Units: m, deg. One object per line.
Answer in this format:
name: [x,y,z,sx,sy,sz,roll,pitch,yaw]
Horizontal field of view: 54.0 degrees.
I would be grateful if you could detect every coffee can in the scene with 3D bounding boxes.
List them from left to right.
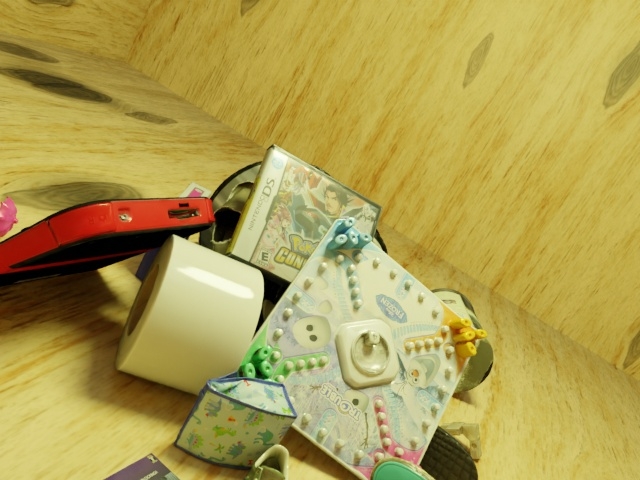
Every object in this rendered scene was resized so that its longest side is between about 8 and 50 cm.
coffee can: [0.363,0.277,1.785,0.202,0.201,0.275,29,16,-5]

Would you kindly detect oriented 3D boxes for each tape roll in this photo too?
tape roll: [-0.227,0.131,1.081,0.169,0.246,0.246,25,16,-21]

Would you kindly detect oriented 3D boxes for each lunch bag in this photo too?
lunch bag: [-0.136,0.281,0.983,0.151,0.128,0.096,18,21,-32]

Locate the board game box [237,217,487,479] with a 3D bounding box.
board game box: [0.095,0.207,1.166,0.390,0.390,0.050,40,-30,-9]

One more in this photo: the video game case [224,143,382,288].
video game case: [-0.023,-0.020,1.231,0.275,0.248,0.035,28,-25,-21]

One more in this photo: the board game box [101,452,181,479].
board game box: [-0.221,0.349,0.766,0.141,0.048,0.170,36,16,17]

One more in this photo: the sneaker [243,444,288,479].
sneaker: [-0.088,0.362,0.893,0.064,0.086,0.192,30,15,1]

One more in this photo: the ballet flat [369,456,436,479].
ballet flat: [0.220,0.497,1.018,0.348,0.123,0.123,37,17,28]

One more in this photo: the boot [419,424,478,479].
boot: [0.193,0.379,1.329,0.338,0.118,0.223,38,11,13]

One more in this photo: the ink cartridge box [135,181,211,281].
ink cartridge box: [-0.342,-0.012,1.456,0.069,0.175,0.371,27,15,-10]

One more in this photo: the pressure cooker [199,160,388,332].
pressure cooker: [-0.047,0.047,1.468,0.420,0.370,0.375,46,-23,45]

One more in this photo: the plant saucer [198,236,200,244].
plant saucer: [-0.257,0.030,1.715,0.169,0.029,0.168,20,9,-3]

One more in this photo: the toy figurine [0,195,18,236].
toy figurine: [-0.671,-0.064,1.208,0.173,0.130,0.159,11,-15,42]

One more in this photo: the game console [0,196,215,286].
game console: [-0.400,0.004,1.091,0.386,0.342,0.060,-11,84,-68]

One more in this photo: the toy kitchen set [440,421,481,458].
toy kitchen set: [0.317,0.461,1.437,0.083,0.075,0.068,-7,-6,26]

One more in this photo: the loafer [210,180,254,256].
loafer: [-0.161,-0.044,1.255,0.094,0.087,0.251,-8,42,12]
